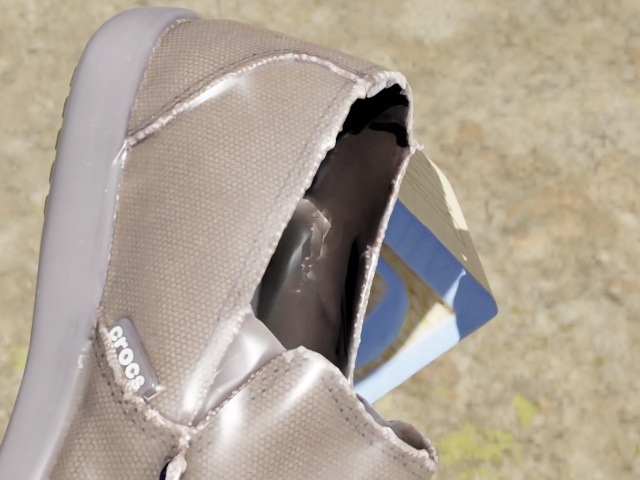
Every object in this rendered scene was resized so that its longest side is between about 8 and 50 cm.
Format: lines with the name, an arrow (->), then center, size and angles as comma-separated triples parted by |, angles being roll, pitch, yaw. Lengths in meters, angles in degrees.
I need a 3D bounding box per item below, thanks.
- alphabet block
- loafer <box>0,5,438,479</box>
alphabet block -> 0.000, 0.000, 1.191 | 0.192, 0.193, 0.197 | -35, 30, 15
loafer -> -0.031, 0.083, 0.490 | 0.130, 0.134, 0.366 | -3, 72, 21
